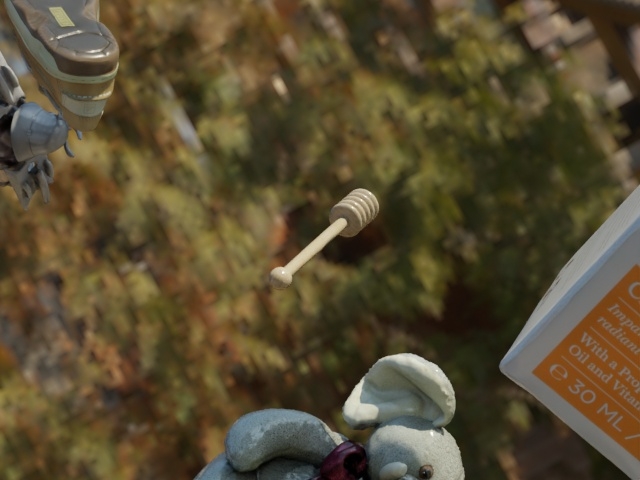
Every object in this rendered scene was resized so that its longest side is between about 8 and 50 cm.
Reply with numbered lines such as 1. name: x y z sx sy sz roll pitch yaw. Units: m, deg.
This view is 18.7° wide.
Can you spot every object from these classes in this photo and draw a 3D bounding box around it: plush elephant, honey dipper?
1. plush elephant: 0.034 0.267 1.962 0.255 0.272 0.330 -16 20 19
2. honey dipper: 0.000 0.000 1.556 0.030 0.030 0.160 -32 5 35

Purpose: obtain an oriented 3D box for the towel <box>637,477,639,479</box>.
1. towel: 0.332 0.146 0.975 0.329 0.037 0.237 14 31 31

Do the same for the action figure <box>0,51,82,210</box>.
1. action figure: -0.304 -0.123 1.551 0.099 0.285 0.185 -47 -35 -38

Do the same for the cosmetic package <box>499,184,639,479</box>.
1. cosmetic package: 0.352 -0.012 1.305 0.453 0.230 0.161 -52 -3 34

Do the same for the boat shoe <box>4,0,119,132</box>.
1. boat shoe: -0.187 -0.134 1.368 0.068 0.072 0.190 -1 29 -14
